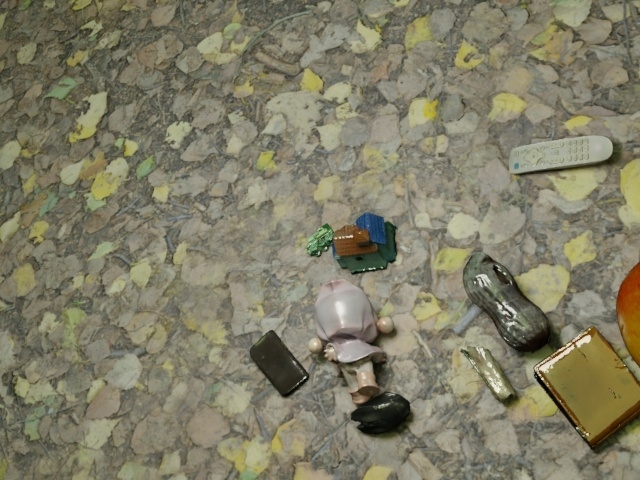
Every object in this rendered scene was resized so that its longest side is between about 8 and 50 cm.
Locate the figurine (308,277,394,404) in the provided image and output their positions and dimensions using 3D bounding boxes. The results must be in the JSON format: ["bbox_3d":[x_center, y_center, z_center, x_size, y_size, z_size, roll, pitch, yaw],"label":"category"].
[{"bbox_3d":[0.065,0.217,1.810,0.200,0.133,0.276,-19,63,8],"label":"figurine"}]

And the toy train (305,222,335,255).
[{"bbox_3d":[0.000,0.000,1.988,0.083,0.033,0.053,-34,55,4],"label":"toy train"}]

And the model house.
[{"bbox_3d":[0.091,-0.008,1.891,0.148,0.148,0.119,-7,64,15],"label":"model house"}]

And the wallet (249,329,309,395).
[{"bbox_3d":[-0.098,0.283,1.907,0.082,0.018,0.156,-43,60,-2],"label":"wallet"}]

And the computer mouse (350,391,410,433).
[{"bbox_3d":[0.128,0.371,1.748,0.135,0.047,0.079,-24,105,17],"label":"computer mouse"}]

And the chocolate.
[{"bbox_3d":[0.387,0.133,1.746,0.110,0.110,0.248,-34,60,3],"label":"chocolate"}]

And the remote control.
[{"bbox_3d":[0.542,-0.190,1.865,0.229,0.044,0.073,-8,61,26],"label":"remote control"}]

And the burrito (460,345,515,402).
[{"bbox_3d":[0.353,0.273,1.729,0.055,0.041,0.149,-42,59,15],"label":"burrito"}]

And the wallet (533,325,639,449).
[{"bbox_3d":[0.543,0.291,1.654,0.161,0.042,0.195,-39,62,6],"label":"wallet"}]

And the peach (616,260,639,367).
[{"bbox_3d":[0.703,0.127,1.587,0.249,0.245,0.274,-2,52,-11],"label":"peach"}]
